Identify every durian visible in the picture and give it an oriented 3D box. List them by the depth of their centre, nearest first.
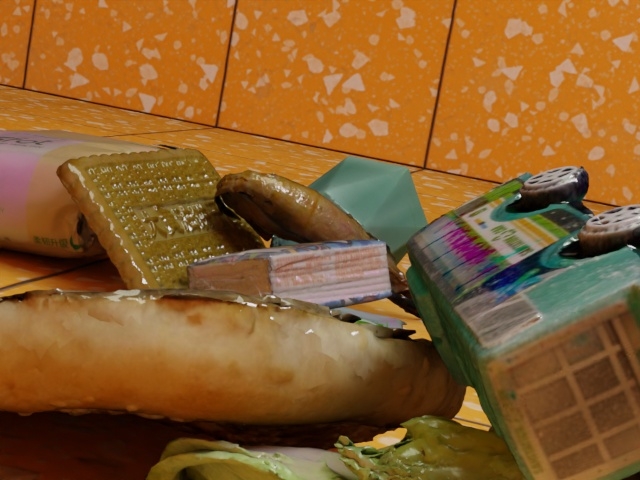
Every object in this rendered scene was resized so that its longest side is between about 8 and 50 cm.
[{"bbox_3d":[0.084,0.151,0.633,0.375,0.132,0.106,18,42,25],"label":"durian"}]

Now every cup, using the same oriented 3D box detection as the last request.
[{"bbox_3d":[0.023,-0.018,1.553,0.148,0.134,0.236,9,10,17],"label":"cup"}]

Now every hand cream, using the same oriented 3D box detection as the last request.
[{"bbox_3d":[0.037,0.083,1.238,0.079,0.050,0.275,37,5,0],"label":"hand cream"}]

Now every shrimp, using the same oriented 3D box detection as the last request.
[{"bbox_3d":[0.008,-0.003,1.392,0.262,0.066,0.117,37,-16,-31],"label":"shrimp"}]

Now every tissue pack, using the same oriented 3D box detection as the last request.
[{"bbox_3d":[-0.029,0.035,1.255,0.116,0.065,0.155,-5,3,44],"label":"tissue pack"},{"bbox_3d":[-0.293,-0.050,1.439,0.257,0.122,0.215,6,8,24],"label":"tissue pack"}]

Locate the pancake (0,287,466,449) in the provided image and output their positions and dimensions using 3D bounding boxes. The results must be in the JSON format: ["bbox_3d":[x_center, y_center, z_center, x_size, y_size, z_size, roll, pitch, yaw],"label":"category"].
[{"bbox_3d":[-0.097,0.079,0.818,0.387,0.082,0.387,4,-7,0],"label":"pancake"}]

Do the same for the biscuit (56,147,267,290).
[{"bbox_3d":[-0.134,-0.014,1.332,0.172,0.029,0.254,56,23,10],"label":"biscuit"}]

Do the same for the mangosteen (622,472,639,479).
[{"bbox_3d":[0.281,0.064,0.807,0.300,0.300,0.300,10,9,-2],"label":"mangosteen"}]

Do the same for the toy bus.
[{"bbox_3d":[0.106,0.031,0.647,0.109,0.091,0.261,-24,10,1],"label":"toy bus"}]
